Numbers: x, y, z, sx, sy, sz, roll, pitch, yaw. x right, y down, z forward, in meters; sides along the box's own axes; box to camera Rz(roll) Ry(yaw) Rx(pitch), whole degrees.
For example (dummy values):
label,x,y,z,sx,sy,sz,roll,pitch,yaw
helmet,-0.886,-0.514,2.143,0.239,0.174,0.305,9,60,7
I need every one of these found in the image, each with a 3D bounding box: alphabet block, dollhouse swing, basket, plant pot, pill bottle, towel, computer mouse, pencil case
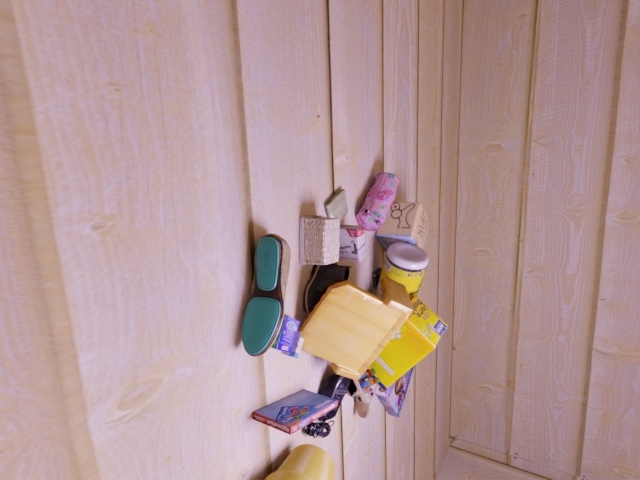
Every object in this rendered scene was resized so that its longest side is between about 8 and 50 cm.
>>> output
label,x,y,z,sx,sy,sz,roll,pitch,yaw
alphabet block,0.401,-0.057,1.948,0.193,0.192,0.197,51,53,-51
dollhouse swing,0.110,0.277,1.495,0.347,0.305,0.315,-57,-174,16
basket,0.000,0.000,1.376,0.113,0.103,0.167,-10,103,-57
plant pot,-0.059,0.803,1.282,0.239,0.254,0.254,-45,133,-66
pill bottle,0.366,0.192,1.848,0.188,0.188,0.334,-37,144,-51
towel,0.066,-0.126,1.540,0.148,0.027,0.110,-47,132,-45
computer mouse,0.028,0.618,1.554,0.272,0.072,0.188,-62,146,-13
pencil case,0.252,-0.172,1.750,0.284,0.124,0.124,-61,141,-31

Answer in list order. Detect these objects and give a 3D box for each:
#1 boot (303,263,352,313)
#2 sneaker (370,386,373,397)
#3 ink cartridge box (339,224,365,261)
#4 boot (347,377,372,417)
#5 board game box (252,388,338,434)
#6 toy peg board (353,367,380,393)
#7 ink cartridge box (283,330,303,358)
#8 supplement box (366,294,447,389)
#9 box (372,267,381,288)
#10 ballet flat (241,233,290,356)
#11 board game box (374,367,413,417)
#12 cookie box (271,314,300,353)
label,x,y,z,sx,sy,sz,roll,pitch,yaw
boot,0.024,0.167,1.407,0.077,0.137,0.198,32,68,-56
sneaker,0.233,0.700,1.895,0.118,0.067,0.042,-30,120,-54
ink cartridge box,0.119,0.011,1.577,0.056,0.099,0.135,-32,120,-53
boot,0.166,0.682,1.772,0.165,0.077,0.213,21,69,-59
board game box,-0.072,0.545,1.296,0.281,0.145,0.027,8,87,-58
toy peg board,0.177,0.540,1.665,0.161,0.079,0.160,63,7,24
ink cartridge box,-0.087,0.344,1.334,0.028,0.048,0.083,44,58,-52
supplement box,0.345,0.446,1.753,0.194,0.195,0.356,-28,158,-55
box,0.276,0.181,1.937,0.067,0.018,0.083,-35,123,-52
ballet flat,-0.146,0.155,1.162,0.123,0.123,0.349,12,84,-59
board game box,0.413,0.754,2.198,0.319,0.066,0.318,-64,143,-31
cookie box,-0.117,0.298,1.287,0.092,0.040,0.107,42,58,-53
